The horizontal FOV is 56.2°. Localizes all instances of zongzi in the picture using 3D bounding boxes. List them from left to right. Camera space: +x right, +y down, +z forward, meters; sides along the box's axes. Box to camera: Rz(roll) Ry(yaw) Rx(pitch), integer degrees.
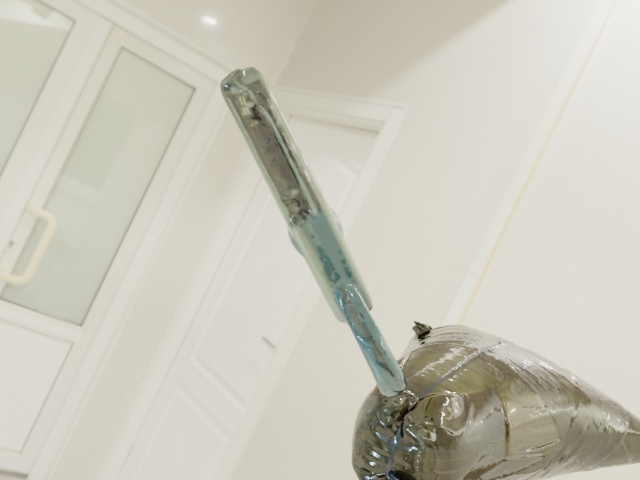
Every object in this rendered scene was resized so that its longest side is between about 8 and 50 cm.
[{"bbox_3d":[0.277,0.260,0.779,0.431,0.208,0.403,15,6,19],"label":"zongzi"}]

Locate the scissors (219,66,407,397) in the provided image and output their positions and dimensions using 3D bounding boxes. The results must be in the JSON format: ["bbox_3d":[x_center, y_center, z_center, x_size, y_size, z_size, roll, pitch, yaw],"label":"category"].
[{"bbox_3d":[0.000,0.000,0.463,0.289,0.041,0.138,62,3,-32],"label":"scissors"}]
